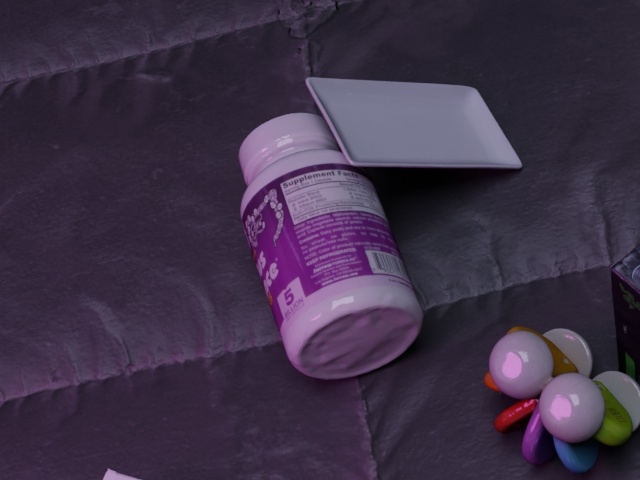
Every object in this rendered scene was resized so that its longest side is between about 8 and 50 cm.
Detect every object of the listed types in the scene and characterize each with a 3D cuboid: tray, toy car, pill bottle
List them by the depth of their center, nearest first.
[{"bbox_3d":[0.259,0.184,1.907,0.182,0.159,0.136,41,110,29],"label":"toy car"},{"bbox_3d":[0.000,0.000,2.044,0.169,0.169,0.301,-21,57,0],"label":"pill bottle"},{"bbox_3d":[0.112,-0.135,2.102,0.270,0.030,0.145,-1,49,-35],"label":"tray"}]

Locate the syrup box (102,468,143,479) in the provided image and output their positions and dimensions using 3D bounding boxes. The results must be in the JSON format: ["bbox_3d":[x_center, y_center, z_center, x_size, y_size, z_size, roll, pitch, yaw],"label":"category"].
[{"bbox_3d":[-0.230,0.386,1.912,0.093,0.096,0.237,13,63,18],"label":"syrup box"}]

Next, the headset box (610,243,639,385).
[{"bbox_3d":[0.441,0.123,1.824,0.131,0.246,0.283,-38,60,-11],"label":"headset box"}]
